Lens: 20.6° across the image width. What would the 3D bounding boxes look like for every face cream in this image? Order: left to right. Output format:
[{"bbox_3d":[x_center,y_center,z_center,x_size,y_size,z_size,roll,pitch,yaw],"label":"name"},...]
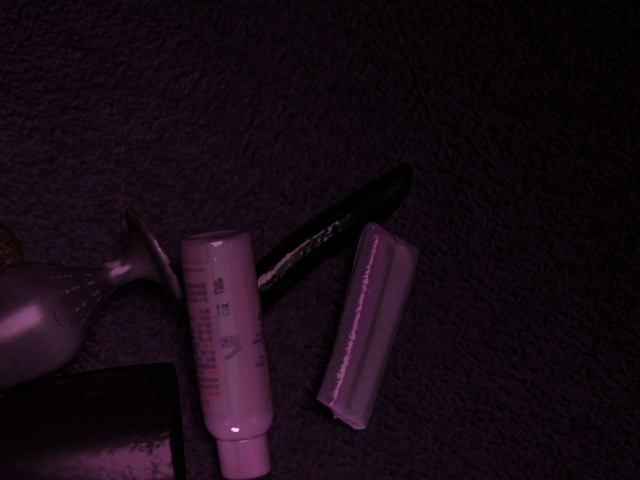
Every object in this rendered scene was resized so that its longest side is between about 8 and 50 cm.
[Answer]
[{"bbox_3d":[-0.096,0.125,1.892,0.082,0.082,0.269,-9,98,-11],"label":"face cream"}]

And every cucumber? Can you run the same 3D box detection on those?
[{"bbox_3d":[0.000,0.000,1.971,0.284,0.056,0.056,-39,87,-15],"label":"cucumber"}]

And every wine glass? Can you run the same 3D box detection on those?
[{"bbox_3d":[-0.276,0.068,1.875,0.241,0.126,0.126,-30,85,-14],"label":"wine glass"}]

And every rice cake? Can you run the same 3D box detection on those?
[{"bbox_3d":[0.051,0.094,1.949,0.080,0.042,0.221,32,70,-46],"label":"rice cake"}]

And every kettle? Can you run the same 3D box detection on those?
[{"bbox_3d":[-0.279,0.271,1.811,0.290,0.207,0.268,-6,107,-4],"label":"kettle"}]

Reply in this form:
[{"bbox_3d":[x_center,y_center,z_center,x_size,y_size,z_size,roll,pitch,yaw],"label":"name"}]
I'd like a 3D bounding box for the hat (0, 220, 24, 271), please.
[{"bbox_3d":[-0.400,0.026,1.900,0.146,0.067,0.146,-15,120,-27],"label":"hat"}]
